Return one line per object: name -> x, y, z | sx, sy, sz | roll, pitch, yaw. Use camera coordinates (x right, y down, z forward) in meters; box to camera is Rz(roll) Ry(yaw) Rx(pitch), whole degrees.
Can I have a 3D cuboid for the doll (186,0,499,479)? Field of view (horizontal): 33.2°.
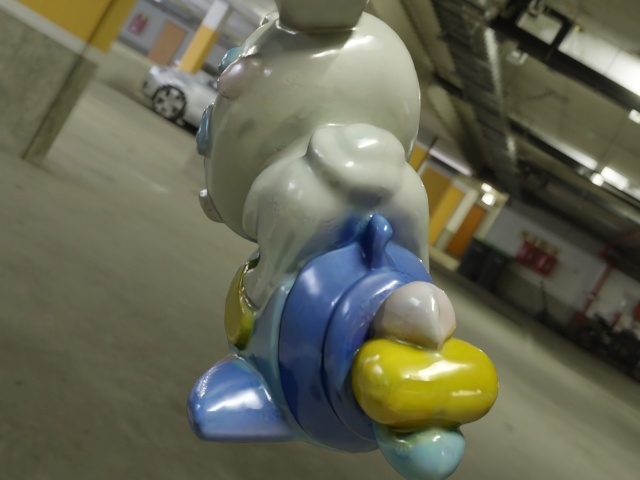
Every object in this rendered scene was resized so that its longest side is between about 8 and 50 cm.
doll -> -0.009, 0.002, 0.696 | 0.376, 0.187, 0.365 | 72, 5, -67
